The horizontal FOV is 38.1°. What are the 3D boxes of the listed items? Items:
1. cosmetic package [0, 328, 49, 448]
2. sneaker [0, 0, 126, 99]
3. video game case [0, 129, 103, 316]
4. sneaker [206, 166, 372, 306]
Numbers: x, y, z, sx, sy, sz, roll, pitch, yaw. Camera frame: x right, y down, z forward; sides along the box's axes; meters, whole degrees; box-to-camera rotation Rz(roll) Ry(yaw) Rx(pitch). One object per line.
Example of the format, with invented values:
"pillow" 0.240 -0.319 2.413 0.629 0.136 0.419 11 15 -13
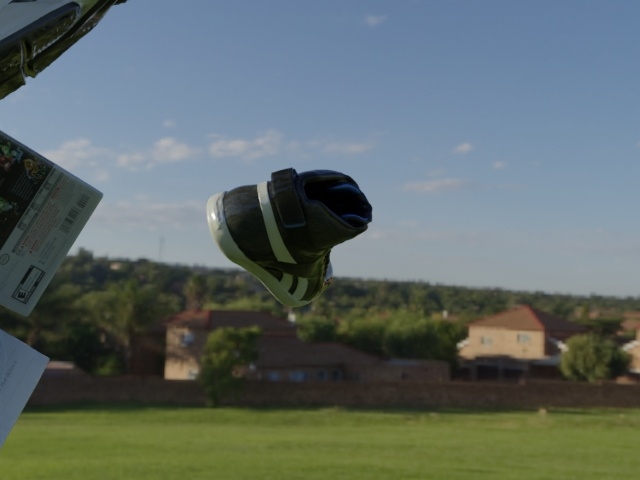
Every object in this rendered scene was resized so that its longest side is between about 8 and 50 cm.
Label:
"cosmetic package" -0.454 0.177 0.988 0.224 0.224 0.138 35 -47 -17
"sneaker" -0.338 -0.313 0.945 0.447 0.257 0.169 -41 8 -14
"video game case" -0.399 -0.024 1.179 0.173 0.190 0.022 34 -6 -29
"sneaker" 0.000 0.000 0.834 0.121 0.079 0.217 -17 -21 17
